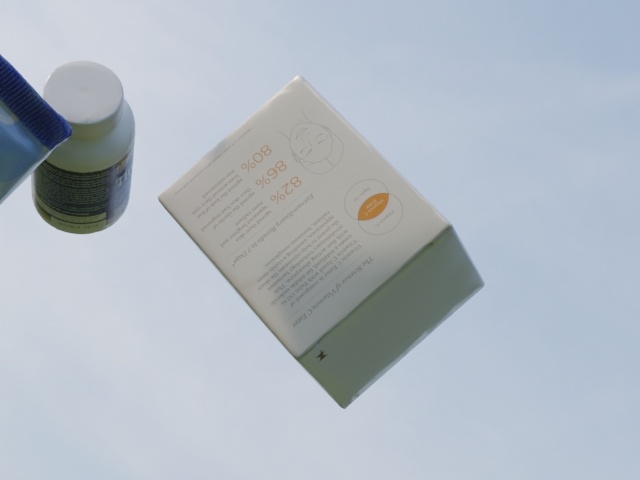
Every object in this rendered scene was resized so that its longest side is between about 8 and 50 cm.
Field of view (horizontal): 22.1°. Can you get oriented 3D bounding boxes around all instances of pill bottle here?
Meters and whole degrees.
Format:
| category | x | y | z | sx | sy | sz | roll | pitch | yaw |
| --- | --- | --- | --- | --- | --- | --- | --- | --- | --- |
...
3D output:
| category | x | y | z | sx | sy | sz | roll | pitch | yaw |
| --- | --- | --- | --- | --- | --- | --- | --- | --- | --- |
| pill bottle | -0.153 | -0.061 | 1.051 | 0.067 | 0.067 | 0.120 | 34 | -30 | 11 |

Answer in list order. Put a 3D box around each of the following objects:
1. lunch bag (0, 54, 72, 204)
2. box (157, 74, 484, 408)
| category | x | y | z | sx | sy | sz | roll | pitch | yaw |
| --- | --- | --- | --- | --- | --- | --- | --- | --- | --- |
| lunch bag | -0.385 | -0.092 | 0.833 | 0.385 | 0.328 | 0.239 | 47 | -11 | -24 |
| box | 0.000 | 0.000 | 1.080 | 0.170 | 0.130 | 0.091 | 48 | -3 | 33 |
